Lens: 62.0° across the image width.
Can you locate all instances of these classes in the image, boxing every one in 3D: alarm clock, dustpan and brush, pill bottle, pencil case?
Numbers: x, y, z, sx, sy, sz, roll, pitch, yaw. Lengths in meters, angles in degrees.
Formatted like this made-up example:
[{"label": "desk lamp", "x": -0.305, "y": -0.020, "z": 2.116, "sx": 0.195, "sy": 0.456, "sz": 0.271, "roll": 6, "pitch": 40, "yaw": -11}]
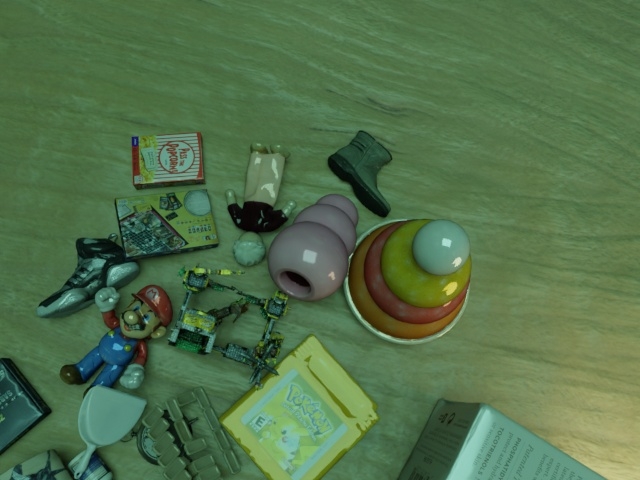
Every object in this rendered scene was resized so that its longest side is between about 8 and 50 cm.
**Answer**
[{"label": "alarm clock", "x": -0.408, "y": 0.488, "z": 1.324, "sx": 0.192, "sy": 0.064, "sz": 0.129, "roll": 4, "pitch": 76, "yaw": 0}, {"label": "dustpan and brush", "x": -0.524, "y": 0.460, "z": 1.262, "sx": 0.147, "sy": 0.060, "sz": 0.211, "roll": 34, "pitch": 63, "yaw": -35}, {"label": "pill bottle", "x": -0.547, "y": 0.567, "z": 1.288, "sx": 0.067, "sy": 0.067, "sz": 0.120, "roll": -41, "pitch": 82, "yaw": -13}, {"label": "pencil case", "x": -0.586, "y": 0.669, "z": 1.205, "sx": 0.410, "sy": 0.183, "sz": 0.160, "roll": 50, "pitch": 41, "yaw": 12}]

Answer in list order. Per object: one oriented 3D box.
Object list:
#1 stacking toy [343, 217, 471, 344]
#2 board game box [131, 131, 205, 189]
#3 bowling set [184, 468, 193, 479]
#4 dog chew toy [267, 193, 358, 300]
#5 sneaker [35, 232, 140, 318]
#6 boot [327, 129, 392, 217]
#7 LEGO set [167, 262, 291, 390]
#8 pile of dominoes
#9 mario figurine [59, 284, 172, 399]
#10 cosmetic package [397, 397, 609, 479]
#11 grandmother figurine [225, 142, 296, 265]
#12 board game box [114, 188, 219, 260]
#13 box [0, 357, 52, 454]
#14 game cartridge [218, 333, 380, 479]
[{"label": "stacking toy", "x": 0.251, "y": 0.060, "z": 1.266, "sx": 0.351, "sy": 0.480, "sz": 0.350, "roll": 1, "pitch": 76, "yaw": -5}, {"label": "board game box", "x": -0.430, "y": -0.226, "z": 1.510, "sx": 0.194, "sy": 0.045, "sz": 0.146, "roll": -6, "pitch": 76, "yaw": -6}, {"label": "bowling set", "x": -0.340, "y": 0.644, "z": 1.234, "sx": 0.200, "sy": 0.287, "sz": 0.154, "roll": -32, "pitch": 86, "yaw": -45}, {"label": "dog chew toy", "x": 0.000, "y": 0.000, "z": 1.396, "sx": 0.207, "sy": 0.206, "sz": 0.331, "roll": 28, "pitch": 48, "yaw": 3}, {"label": "sneaker", "x": -0.625, "y": 0.086, "z": 1.391, "sx": 0.269, "sy": 0.101, "sz": 0.153, "roll": -29, "pitch": 79, "yaw": -17}, {"label": "boot", "x": 0.154, "y": -0.200, "z": 1.535, "sx": 0.161, "sy": 0.083, "sz": 0.246, "roll": -39, "pitch": 83, "yaw": -18}, {"label": "LEGO set", "x": -0.223, "y": 0.192, "z": 1.312, "sx": 0.332, "sy": 0.192, "sz": 0.254, "roll": 28, "pitch": 70, "yaw": -9}, {"label": "pile of dominoes", "x": -0.316, "y": 0.495, "z": 1.276, "sx": 0.040, "sy": 0.196, "sz": 0.251, "roll": -45, "pitch": 66, "yaw": 31}, {"label": "mario figurine", "x": -0.502, "y": 0.242, "z": 1.317, "sx": 0.198, "sy": 0.170, "sz": 0.320, "roll": 42, "pitch": 83, "yaw": -28}, {"label": "cosmetic package", "x": 0.413, "y": 0.609, "z": 1.217, "sx": 0.394, "sy": 0.329, "sz": 0.327, "roll": 31, "pitch": 75, "yaw": 3}, {"label": "grandmother figurine", "x": -0.167, "y": -0.095, "z": 1.476, "sx": 0.208, "sy": 0.104, "sz": 0.342, "roll": 6, "pitch": 77, "yaw": 26}, {"label": "board game box", "x": -0.411, "y": -0.044, "z": 1.430, "sx": 0.244, "sy": 0.042, "sz": 0.164, "roll": -9, "pitch": 76, "yaw": -25}, {"label": "box", "x": -0.817, "y": 0.433, "z": 1.305, "sx": 0.233, "sy": 0.059, "sz": 0.183, "roll": -40, "pitch": 83, "yaw": -12}, {"label": "game cartridge", "x": -0.047, "y": 0.450, "z": 1.365, "sx": 0.324, "sy": 0.052, "sz": 0.285, "roll": -42, "pitch": 82, "yaw": -12}]
